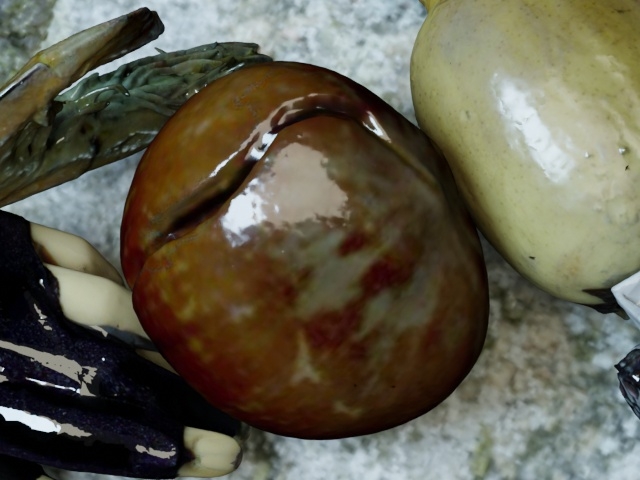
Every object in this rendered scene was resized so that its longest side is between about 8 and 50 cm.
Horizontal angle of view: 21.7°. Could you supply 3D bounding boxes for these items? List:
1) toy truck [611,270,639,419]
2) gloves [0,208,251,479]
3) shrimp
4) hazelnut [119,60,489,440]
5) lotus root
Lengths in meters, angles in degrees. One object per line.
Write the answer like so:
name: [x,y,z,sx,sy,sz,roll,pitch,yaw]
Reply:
toy truck: [0.231,0.066,0.944,0.136,0.286,0.111,-31,53,-2]
gloves: [-0.187,0.086,1.039,0.301,0.152,0.197,16,90,5]
shrimp: [-0.115,-0.096,1.005,0.296,0.169,0.058,-31,82,-41]
hazelnut: [0.000,0.000,1.005,0.218,0.218,0.234,-45,107,-4]
lotus root: [0.142,-0.098,1.032,0.182,0.183,0.310,-34,77,-2]
